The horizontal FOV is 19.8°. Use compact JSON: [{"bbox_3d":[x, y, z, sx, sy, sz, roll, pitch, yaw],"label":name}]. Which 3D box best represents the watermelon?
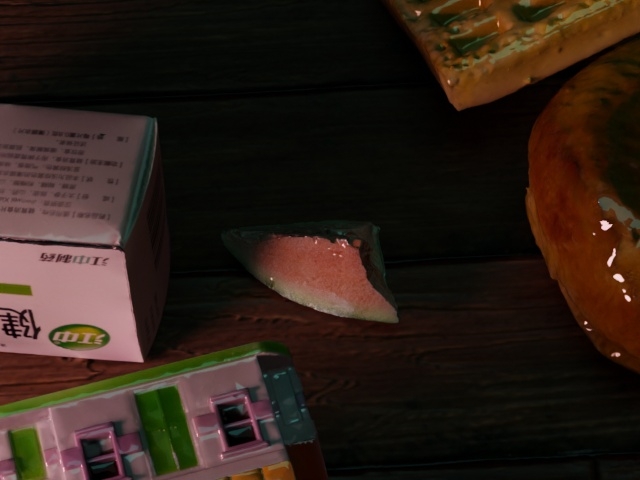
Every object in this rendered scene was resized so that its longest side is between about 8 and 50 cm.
[{"bbox_3d":[-0.004,0.007,1.559,0.155,0.080,0.101,0,43,20],"label":"watermelon"}]

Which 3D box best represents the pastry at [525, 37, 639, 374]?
[{"bbox_3d":[0.333,-0.031,1.522,0.356,0.163,0.356,2,50,-3],"label":"pastry"}]

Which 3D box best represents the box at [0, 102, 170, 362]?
[{"bbox_3d":[-0.298,-0.010,1.509,0.333,0.173,0.145,5,52,4],"label":"box"}]

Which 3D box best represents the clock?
[{"bbox_3d":[-0.091,0.249,1.321,0.235,0.166,0.309,-14,57,-9],"label":"clock"}]

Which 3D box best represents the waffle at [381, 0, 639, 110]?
[{"bbox_3d":[0.181,-0.227,1.664,0.221,0.055,0.248,-24,35,-1],"label":"waffle"}]
